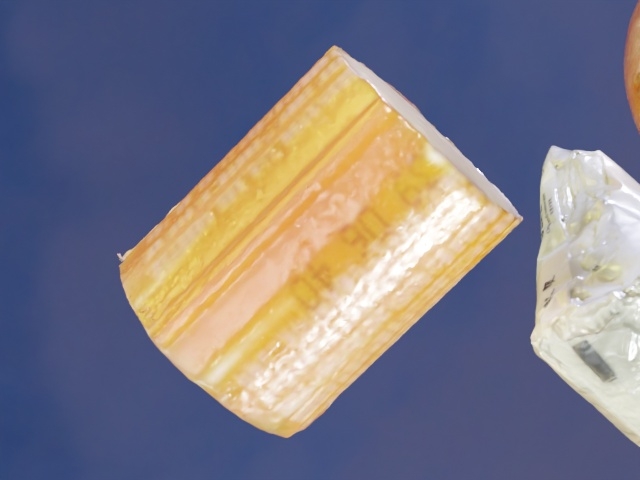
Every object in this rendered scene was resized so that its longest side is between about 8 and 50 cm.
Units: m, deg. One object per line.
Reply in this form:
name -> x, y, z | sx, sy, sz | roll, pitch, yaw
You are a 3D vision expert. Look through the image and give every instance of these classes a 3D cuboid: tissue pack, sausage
tissue pack -> 0.392, 0.090, 1.784 | 0.390, 0.195, 0.375 | 45, -156, -15
sausage -> 0.000, 0.000, 1.395 | 0.287, 0.233, 0.233 | -44, -41, 12

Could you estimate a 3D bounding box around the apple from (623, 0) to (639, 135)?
apple -> 0.363, -0.152, 1.235 | 0.253, 0.253, 0.254 | -11, -75, -48
